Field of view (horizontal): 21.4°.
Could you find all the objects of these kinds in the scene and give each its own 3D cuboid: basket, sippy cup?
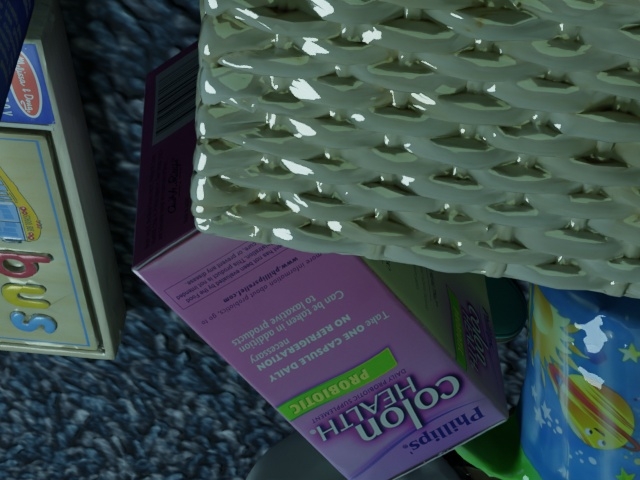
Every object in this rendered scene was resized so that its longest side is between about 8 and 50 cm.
[{"bbox_3d":[0.101,-0.168,0.849,0.331,0.266,0.328,10,146,1],"label":"basket"},{"bbox_3d":[0.244,0.070,1.209,0.240,0.305,0.224,35,152,41],"label":"sippy cup"}]

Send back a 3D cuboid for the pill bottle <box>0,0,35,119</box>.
[{"bbox_3d":[-0.247,-0.122,0.974,0.152,0.272,0.152,6,145,4],"label":"pill bottle"}]

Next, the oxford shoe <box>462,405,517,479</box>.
[{"bbox_3d":[0.173,0.212,1.546,0.096,0.083,0.227,22,141,5],"label":"oxford shoe"}]

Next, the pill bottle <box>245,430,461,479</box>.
[{"bbox_3d":[0.013,0.358,1.647,0.224,0.224,0.392,9,145,-2],"label":"pill bottle"}]

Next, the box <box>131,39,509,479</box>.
[{"bbox_3d":[0.000,0.000,1.104,0.117,0.214,0.243,-31,124,20],"label":"box"}]

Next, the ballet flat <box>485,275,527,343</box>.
[{"bbox_3d":[0.062,0.020,1.308,0.213,0.072,0.068,24,170,-20],"label":"ballet flat"}]

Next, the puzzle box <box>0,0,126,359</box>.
[{"bbox_3d":[-0.304,-0.044,1.292,0.272,0.052,0.409,4,145,5],"label":"puzzle box"}]
